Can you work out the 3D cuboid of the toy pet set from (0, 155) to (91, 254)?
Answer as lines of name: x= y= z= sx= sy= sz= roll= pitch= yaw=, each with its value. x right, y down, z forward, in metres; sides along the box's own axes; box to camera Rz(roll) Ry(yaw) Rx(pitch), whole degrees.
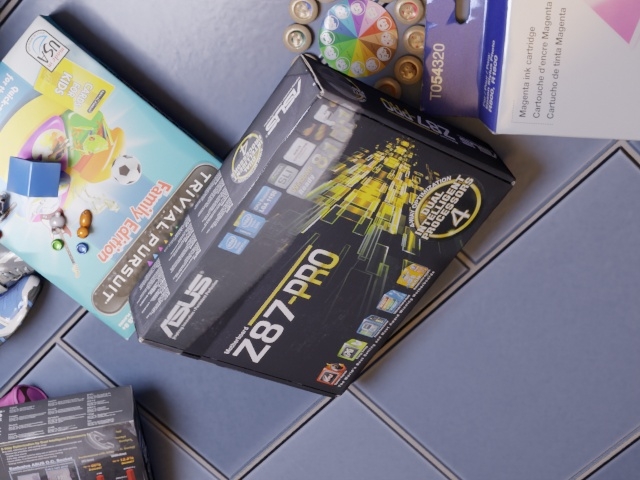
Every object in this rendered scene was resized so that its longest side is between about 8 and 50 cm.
toy pet set: x=-0.338 y=-0.040 z=1.395 sx=0.122 sy=0.065 sz=0.114 roll=8 pitch=99 yaw=-6

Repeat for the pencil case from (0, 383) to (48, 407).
pencil case: x=-0.474 y=0.291 z=1.681 sx=0.209 sy=0.098 sz=0.095 roll=-36 pitch=60 yaw=20

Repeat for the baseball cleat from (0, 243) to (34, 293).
baseball cleat: x=-0.395 y=0.030 z=1.554 sx=0.205 sy=0.072 sz=0.109 roll=11 pitch=83 yaw=5

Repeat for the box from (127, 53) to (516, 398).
box: x=0.000 y=0.000 z=1.422 sx=0.318 sy=0.097 sz=0.395 roll=22 pitch=117 yaw=-34

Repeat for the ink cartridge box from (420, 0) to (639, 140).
ink cartridge box: x=0.288 y=-0.280 z=1.346 sx=0.330 sy=0.071 sz=0.324 roll=2 pitch=113 yaw=3

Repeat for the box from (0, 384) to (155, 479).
box: x=-0.392 y=0.333 z=1.618 sx=0.307 sy=0.076 sz=0.242 roll=-10 pitch=129 yaw=-5

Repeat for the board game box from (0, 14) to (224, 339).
board game box: x=-0.294 y=-0.078 z=1.467 sx=0.336 sy=0.079 sz=0.254 roll=39 pitch=94 yaw=-9

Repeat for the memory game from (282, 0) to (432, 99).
memory game: x=0.045 y=-0.246 z=1.427 sx=0.186 sy=0.012 sz=0.186 roll=2 pitch=113 yaw=6

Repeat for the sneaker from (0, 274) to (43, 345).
sneaker: x=-0.470 y=0.109 z=1.606 sx=0.211 sy=0.080 sz=0.081 roll=-36 pitch=107 yaw=18
